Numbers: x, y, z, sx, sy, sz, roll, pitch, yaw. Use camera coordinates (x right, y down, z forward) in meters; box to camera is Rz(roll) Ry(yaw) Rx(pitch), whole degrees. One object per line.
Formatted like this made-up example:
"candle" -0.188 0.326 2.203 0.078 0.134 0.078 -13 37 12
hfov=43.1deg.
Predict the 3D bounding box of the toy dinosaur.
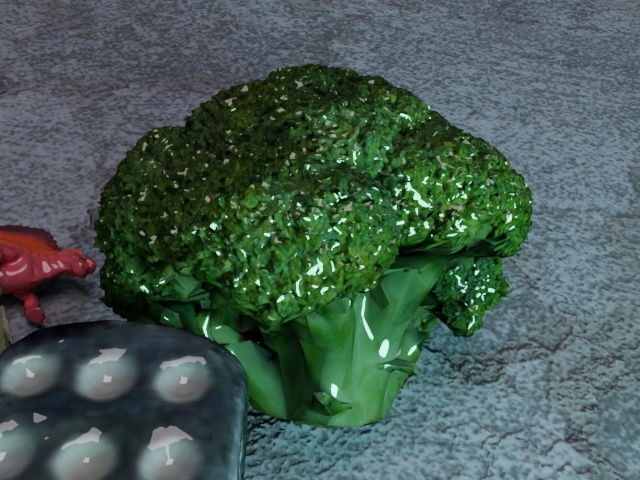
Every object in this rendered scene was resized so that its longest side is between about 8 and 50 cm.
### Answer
"toy dinosaur" -0.365 0.011 0.812 0.286 0.070 0.139 3 32 -3

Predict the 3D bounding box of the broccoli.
"broccoli" -0.008 0.001 0.708 0.321 0.310 0.413 32 8 19

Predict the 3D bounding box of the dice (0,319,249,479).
"dice" -0.145 0.175 0.576 0.182 0.183 0.181 4 44 -4

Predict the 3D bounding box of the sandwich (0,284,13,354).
"sandwich" -0.386 0.101 0.615 0.199 0.155 0.227 -6 9 10
